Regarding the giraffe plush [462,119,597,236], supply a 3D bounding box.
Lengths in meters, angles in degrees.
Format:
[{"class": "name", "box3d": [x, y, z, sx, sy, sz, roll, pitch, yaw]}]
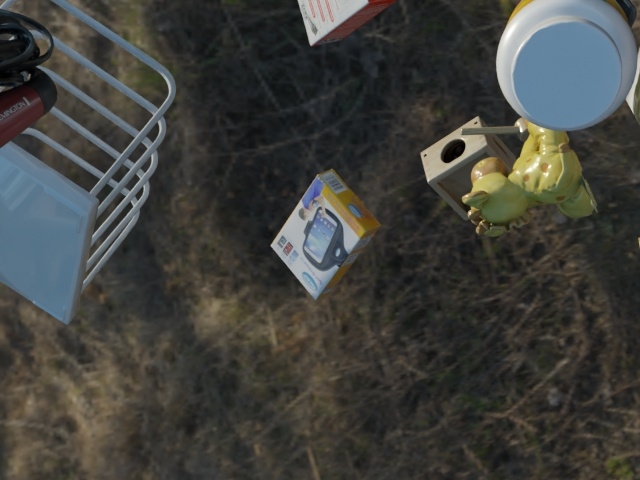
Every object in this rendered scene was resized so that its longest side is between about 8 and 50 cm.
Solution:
[{"class": "giraffe plush", "box3d": [0.291, -0.077, 1.633, 0.170, 0.210, 0.181, -23, 119, 15]}]

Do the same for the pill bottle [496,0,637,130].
[{"class": "pill bottle", "box3d": [0.250, -0.187, 1.153, 0.136, 0.246, 0.136, 4, 108, 11]}]

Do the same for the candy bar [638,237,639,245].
[{"class": "candy bar", "box3d": [0.291, 0.067, 0.910, 0.040, 0.018, 0.162, -13, 63, 16]}]

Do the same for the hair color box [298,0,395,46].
[{"class": "hair color box", "box3d": [0.031, -0.327, 1.484, 0.167, 0.053, 0.093, -20, 85, 61]}]

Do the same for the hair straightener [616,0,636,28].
[{"class": "hair straightener", "box3d": [0.340, -0.322, 1.397, 0.230, 0.089, 0.047, -105, 25, -50]}]

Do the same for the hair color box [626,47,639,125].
[{"class": "hair color box", "box3d": [0.542, -0.272, 1.569, 0.374, 0.113, 0.185, 88, 170, -52]}]

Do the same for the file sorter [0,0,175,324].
[{"class": "file sorter", "box3d": [-0.271, -0.078, 1.122, 0.192, 0.173, 0.278, 34, 151, 1]}]

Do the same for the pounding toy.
[{"class": "pounding toy", "box3d": [0.282, -0.163, 1.977, 0.206, 0.181, 0.094, -32, 40, 22]}]

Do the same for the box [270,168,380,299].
[{"class": "box", "box3d": [0.000, 0.000, 1.194, 0.081, 0.028, 0.136, 50, 131, 17]}]

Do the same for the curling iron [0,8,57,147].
[{"class": "curling iron", "box3d": [-0.180, -0.008, 0.386, 0.068, 0.274, 0.035, 25, 134, 7]}]
